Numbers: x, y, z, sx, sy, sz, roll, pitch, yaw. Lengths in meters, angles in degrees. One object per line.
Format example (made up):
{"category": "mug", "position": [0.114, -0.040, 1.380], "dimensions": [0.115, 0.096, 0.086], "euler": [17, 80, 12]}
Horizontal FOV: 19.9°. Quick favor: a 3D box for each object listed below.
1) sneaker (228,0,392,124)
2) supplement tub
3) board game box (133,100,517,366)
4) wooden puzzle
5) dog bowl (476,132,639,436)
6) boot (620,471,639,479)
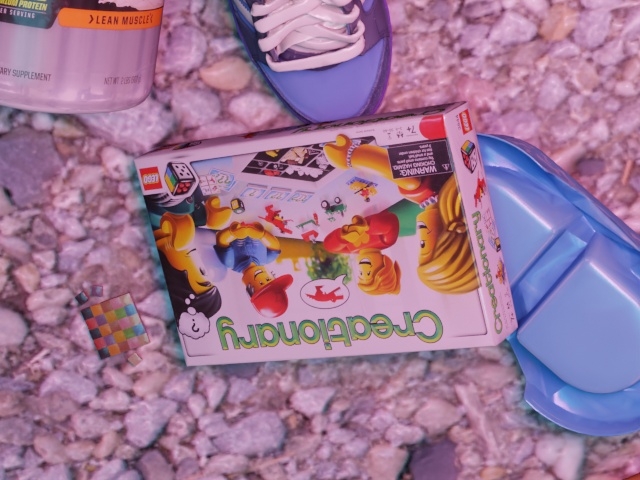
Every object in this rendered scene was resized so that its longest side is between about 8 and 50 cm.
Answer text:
{"category": "sneaker", "position": [-0.027, -0.201, 1.416], "dimensions": [0.130, 0.236, 0.323], "euler": [-10, 113, 9]}
{"category": "supplement tub", "position": [-0.210, -0.272, 1.463], "dimensions": [0.193, 0.193, 0.316], "euler": [10, 105, 5]}
{"category": "board game box", "position": [0.000, 0.000, 1.522], "dimensions": [0.305, 0.053, 0.193], "euler": [-7, 104, 31]}
{"category": "wooden puzzle", "position": [-0.184, 0.076, 1.643], "dimensions": [0.049, 0.006, 0.083], "euler": [-19, 100, 12]}
{"category": "dog bowl", "position": [0.187, 0.029, 1.521], "dimensions": [0.297, 0.074, 0.166], "euler": [42, 115, 6]}
{"category": "boot", "position": [0.318, 0.152, 1.562], "dimensions": [0.197, 0.073, 0.152], "euler": [-17, 103, -1]}
